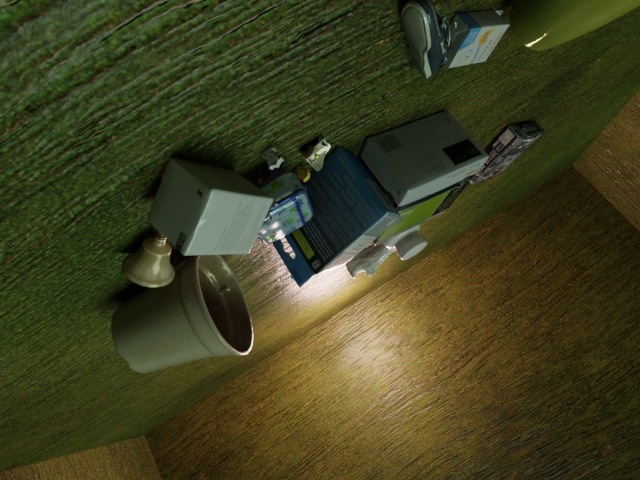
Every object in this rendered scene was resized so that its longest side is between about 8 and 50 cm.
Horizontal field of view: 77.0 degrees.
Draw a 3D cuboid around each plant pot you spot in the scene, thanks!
[{"bbox_3d":[0.567,-0.568,0.870,0.275,0.274,0.293,-25,175,-20],"label":"plant pot"},{"bbox_3d":[-0.410,0.231,1.179,0.306,0.333,0.334,-23,160,4],"label":"plant pot"}]

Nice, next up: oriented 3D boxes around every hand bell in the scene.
[{"bbox_3d":[-0.372,-0.017,0.949,0.126,0.126,0.242,-7,136,-50],"label":"hand bell"}]

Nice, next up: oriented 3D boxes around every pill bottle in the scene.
[{"bbox_3d":[0.275,-0.065,1.512,0.152,0.272,0.152,-28,159,-12],"label":"pill bottle"}]

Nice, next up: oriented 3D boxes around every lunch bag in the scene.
[{"bbox_3d":[-0.108,-0.079,1.051,0.176,0.090,0.219,-31,165,-6],"label":"lunch bag"}]

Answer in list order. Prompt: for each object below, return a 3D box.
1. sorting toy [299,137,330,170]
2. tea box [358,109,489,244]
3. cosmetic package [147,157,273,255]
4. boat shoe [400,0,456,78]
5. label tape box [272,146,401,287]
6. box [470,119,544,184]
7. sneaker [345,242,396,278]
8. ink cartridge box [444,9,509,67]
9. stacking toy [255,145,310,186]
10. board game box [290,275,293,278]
[{"bbox_3d":[-0.007,-0.233,1.051,0.075,0.045,0.083,-42,158,5],"label":"sorting toy"},{"bbox_3d":[0.293,-0.197,1.312,0.329,0.219,0.323,-24,157,-23],"label":"tea box"},{"bbox_3d":[-0.236,-0.069,0.871,0.184,0.151,0.151,3,119,-57],"label":"cosmetic package"},{"bbox_3d":[0.236,-0.436,0.859,0.079,0.095,0.254,-36,161,12],"label":"boat shoe"},{"bbox_3d":[0.020,-0.060,1.180,0.348,0.249,0.115,-42,158,24],"label":"label tape box"},{"bbox_3d":[0.841,-0.404,1.853,0.243,0.076,0.307,-19,156,-34],"label":"box"},{"bbox_3d":[0.269,0.090,1.964,0.305,0.152,0.114,-21,165,9],"label":"sneaker"},{"bbox_3d":[0.383,-0.496,0.987,0.181,0.061,0.104,-22,158,-28],"label":"ink cartridge box"},{"bbox_3d":[-0.148,-0.137,1.043,0.221,0.052,0.167,-37,159,13],"label":"stacking toy"},{"bbox_3d":[-0.063,0.125,1.802,0.169,0.033,0.133,1,146,-49],"label":"board game box"}]
